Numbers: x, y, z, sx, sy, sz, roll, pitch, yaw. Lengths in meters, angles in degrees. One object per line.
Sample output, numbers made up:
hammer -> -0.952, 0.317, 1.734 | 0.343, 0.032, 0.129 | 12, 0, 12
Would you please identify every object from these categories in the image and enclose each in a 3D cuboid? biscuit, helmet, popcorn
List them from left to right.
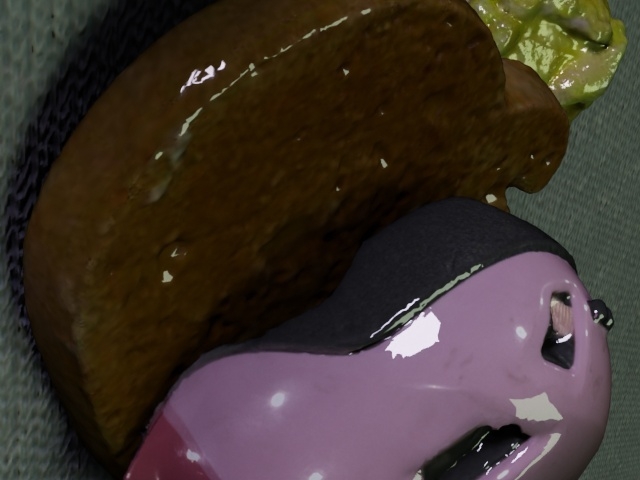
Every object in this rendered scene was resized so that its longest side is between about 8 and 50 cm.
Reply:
biscuit -> -0.001, -0.001, 0.795 | 0.314, 0.063, 0.367 | -35, 146, -18
helmet -> 0.044, 0.102, 0.772 | 0.253, 0.154, 0.198 | -50, 149, 0
popcorn -> 0.108, -0.117, 0.906 | 0.126, 0.126, 0.145 | -24, 157, -18
